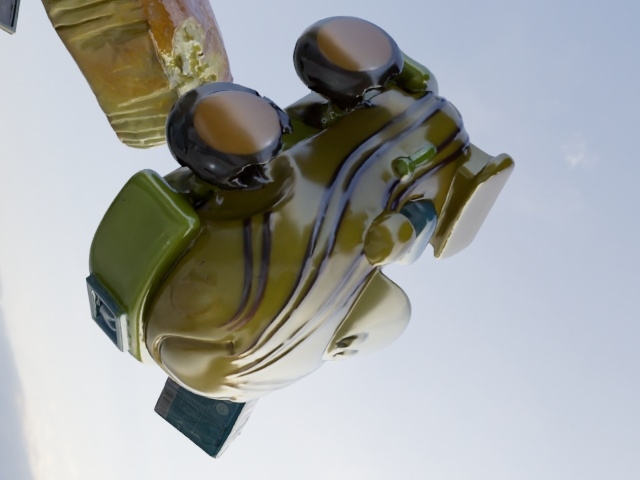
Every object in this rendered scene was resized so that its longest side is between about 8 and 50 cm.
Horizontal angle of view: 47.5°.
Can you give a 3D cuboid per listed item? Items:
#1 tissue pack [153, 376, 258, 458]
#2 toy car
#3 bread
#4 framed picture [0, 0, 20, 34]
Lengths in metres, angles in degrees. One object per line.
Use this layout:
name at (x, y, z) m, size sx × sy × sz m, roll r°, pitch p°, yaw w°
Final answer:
tissue pack at (-0.136, 0.189, 0.979) m, size 0.120 × 0.082 × 0.169 m, roll 34°, pitch -61°, yaw 12°
toy car at (0.000, 0.000, 0.422) m, size 0.142 × 0.248 × 0.200 m, roll 42°, pitch -28°, yaw 17°
bread at (-0.185, -0.225, 0.776) m, size 0.179 × 0.133 × 0.250 m, roll -86°, pitch 160°, yaw -60°
framed picture at (-0.446, -0.361, 0.967) m, size 0.011 × 0.109 × 0.149 m, roll -17°, pitch -117°, yaw 31°
